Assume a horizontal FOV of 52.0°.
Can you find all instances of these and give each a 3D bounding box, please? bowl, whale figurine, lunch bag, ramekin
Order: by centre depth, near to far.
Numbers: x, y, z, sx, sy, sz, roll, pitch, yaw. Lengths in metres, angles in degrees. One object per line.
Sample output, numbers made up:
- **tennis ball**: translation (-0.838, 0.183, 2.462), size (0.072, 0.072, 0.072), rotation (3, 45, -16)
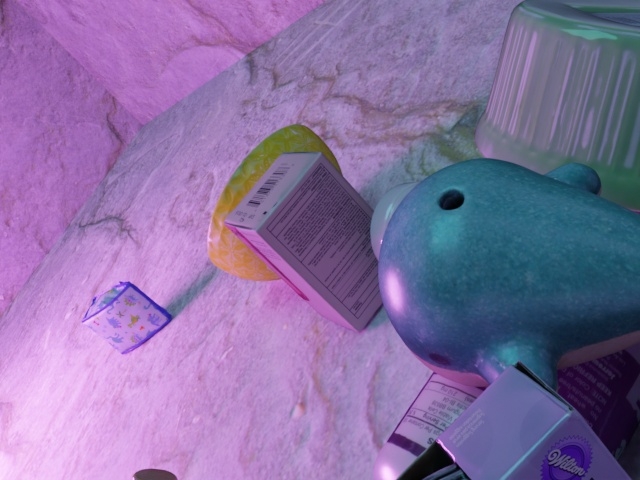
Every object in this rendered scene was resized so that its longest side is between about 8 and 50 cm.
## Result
- **whale figurine**: translation (0.164, 0.013, 0.472), size (0.271, 0.141, 0.216), rotation (1, 52, 40)
- **ramekin**: translation (0.320, -0.155, 0.665), size (0.303, 0.148, 0.303), rotation (2, 27, -1)
- **bowl**: translation (-0.040, -0.035, 1.123), size (0.156, 0.289, 0.289), rotation (33, 74, 20)
- **lunch bag**: translation (-0.420, 0.160, 1.436), size (0.151, 0.129, 0.096), rotation (-29, 31, 29)

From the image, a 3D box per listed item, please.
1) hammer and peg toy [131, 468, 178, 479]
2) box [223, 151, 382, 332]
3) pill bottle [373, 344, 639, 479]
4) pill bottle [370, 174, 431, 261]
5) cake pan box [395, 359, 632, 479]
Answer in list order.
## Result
- **hammer and peg toy**: translation (-0.193, 0.371, 0.676), size (0.361, 0.265, 0.128), rotation (9, 95, 57)
- **box**: translation (0.000, 0.000, 0.967), size (0.149, 0.232, 0.126), rotation (-51, 27, -15)
- **pill bottle**: translation (0.152, 0.184, 0.564), size (0.302, 0.169, 0.169), rotation (-52, 28, -16)
- **pill bottle**: translation (0.193, -0.005, 0.787), size (0.162, 0.162, 0.278), rotation (-53, 28, -18)
- **cake pan box**: translation (0.115, 0.243, 0.421), size (0.245, 0.267, 0.070), rotation (-43, 24, -4)
